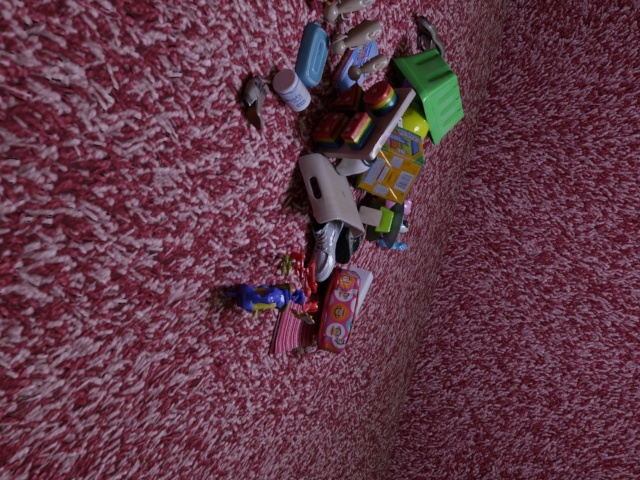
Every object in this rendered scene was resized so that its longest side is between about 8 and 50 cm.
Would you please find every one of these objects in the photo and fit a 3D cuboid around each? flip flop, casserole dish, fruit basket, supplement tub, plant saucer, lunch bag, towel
[{"bbox_3d":[0.442,-0.821,2.292,0.080,0.112,0.277,-49,159,7],"label":"flip flop"},{"bbox_3d":[-0.018,-0.520,1.568,0.114,0.036,0.189,10,94,-66],"label":"casserole dish"},{"bbox_3d":[0.366,-0.515,2.203,0.391,0.283,0.392,-21,152,-11],"label":"fruit basket"},{"bbox_3d":[-0.076,-0.398,1.476,0.107,0.071,0.071,39,69,-62],"label":"supplement tub"},{"bbox_3d":[0.269,-0.065,2.107,0.195,0.037,0.195,-166,-90,-85],"label":"plant saucer"},{"bbox_3d":[0.064,0.246,2.033,0.258,0.120,0.293,-95,-162,-84],"label":"lunch bag"},{"bbox_3d":[-0.078,0.285,1.921,0.275,0.031,0.199,8,96,-65],"label":"towel"}]

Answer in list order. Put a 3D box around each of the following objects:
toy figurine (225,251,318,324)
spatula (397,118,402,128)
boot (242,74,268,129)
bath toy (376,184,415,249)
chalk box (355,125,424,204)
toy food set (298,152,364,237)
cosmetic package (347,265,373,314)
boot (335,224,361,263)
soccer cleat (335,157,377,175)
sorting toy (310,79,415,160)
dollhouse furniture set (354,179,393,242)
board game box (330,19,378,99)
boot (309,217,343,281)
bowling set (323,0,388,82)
[{"bbox_3d":[-0.160,0.126,1.549,0.362,0.217,0.191,180,-89,-71],"label":"toy figurine"},{"bbox_3d":[0.253,-0.354,2.120,0.019,0.168,0.242,-98,177,-51],"label":"spatula"},{"bbox_3d":[-0.154,-0.346,1.380,0.087,0.042,0.118,-64,154,-27],"label":"boot"},{"bbox_3d":[0.340,-0.131,2.438,0.151,0.129,0.349,-32,131,-55],"label":"bath toy"},{"bbox_3d":[0.245,-0.297,1.972,0.289,0.179,0.180,-82,-165,-54],"label":"chalk box"},{"bbox_3d":[0.033,-0.132,1.774,0.306,0.092,0.220,21,49,-66],"label":"toy food set"},{"bbox_3d":[0.120,0.226,2.219,0.239,0.098,0.060,-63,152,-22],"label":"cosmetic package"},{"bbox_3d":[0.098,-0.044,2.047,0.178,0.085,0.237,-28,119,-71],"label":"boot"},{"bbox_3d":[0.108,-0.353,1.836,0.116,0.143,0.331,41,42,-37],"label":"soccer cleat"},{"bbox_3d":[0.112,-0.373,1.668,0.089,0.257,0.256,43,73,-35],"label":"sorting toy"},{"bbox_3d":[0.179,-0.115,2.153,0.301,0.151,0.198,138,-33,-81],"label":"dollhouse furniture set"},{"bbox_3d":[0.116,-0.573,1.828,0.281,0.027,0.145,-63,154,-24],"label":"board game box"},{"bbox_3d":[0.000,0.000,1.865,0.123,0.095,0.258,41,59,-57],"label":"boot"},{"bbox_3d":[0.078,-0.625,1.632,0.154,0.200,0.287,-25,138,-3],"label":"bowling set"}]
